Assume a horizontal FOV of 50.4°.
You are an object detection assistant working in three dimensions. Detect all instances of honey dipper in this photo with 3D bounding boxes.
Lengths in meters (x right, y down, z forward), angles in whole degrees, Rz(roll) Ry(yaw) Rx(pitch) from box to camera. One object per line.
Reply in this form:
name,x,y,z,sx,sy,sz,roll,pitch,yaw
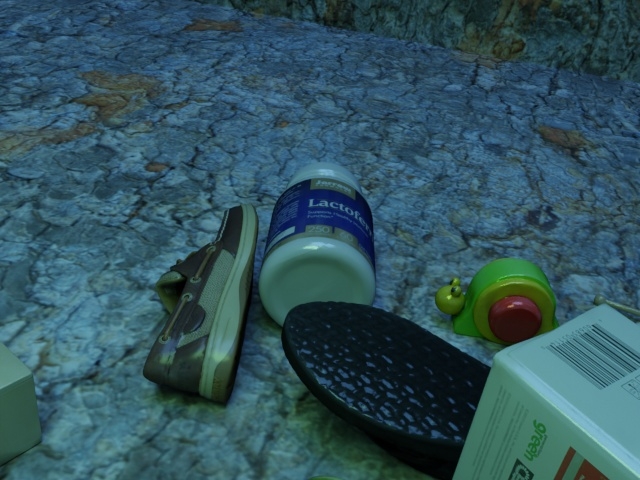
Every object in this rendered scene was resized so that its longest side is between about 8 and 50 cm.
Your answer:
honey dipper,0.491,0.114,1.015,0.160,0.030,0.030,20,34,22

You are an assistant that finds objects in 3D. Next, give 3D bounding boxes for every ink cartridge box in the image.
ink cartridge box,0.220,0.254,0.471,0.130,0.309,0.272,-15,40,-32

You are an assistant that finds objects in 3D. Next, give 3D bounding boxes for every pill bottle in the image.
pill bottle,0.000,0.000,0.968,0.153,0.153,0.265,7,32,-2

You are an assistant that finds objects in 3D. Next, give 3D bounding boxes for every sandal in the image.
sandal,0.151,0.206,0.747,0.445,0.107,0.167,24,32,2

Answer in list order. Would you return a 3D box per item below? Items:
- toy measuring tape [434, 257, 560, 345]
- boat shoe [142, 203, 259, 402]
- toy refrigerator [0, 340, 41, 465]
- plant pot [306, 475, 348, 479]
toy measuring tape,0.324,0.091,0.935,0.330,0.121,0.121,8,32,0
boat shoe,-0.151,0.058,0.880,0.123,0.123,0.342,7,38,-3
toy refrigerator,-0.410,0.125,0.728,0.269,0.102,0.094,29,38,31
plant pot,0.000,0.337,0.367,0.275,0.275,0.293,29,56,29
